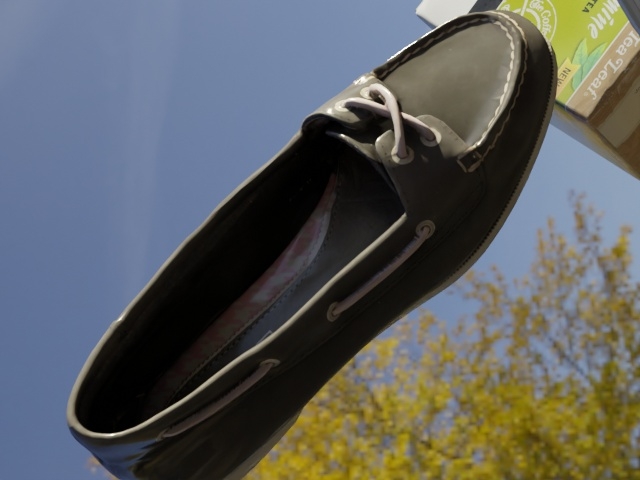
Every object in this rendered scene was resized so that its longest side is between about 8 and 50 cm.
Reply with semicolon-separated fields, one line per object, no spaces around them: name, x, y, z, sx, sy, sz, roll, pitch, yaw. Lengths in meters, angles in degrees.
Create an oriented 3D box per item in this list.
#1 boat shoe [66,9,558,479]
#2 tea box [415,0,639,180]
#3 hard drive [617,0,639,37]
boat shoe;0.000;0.000;0.645;0.335;0.112;0.095;-49;-34;0
tea box;0.360;-0.302;1.510;0.329;0.323;0.220;-54;-40;5
hard drive;0.263;-0.325;1.171;0.307;0.040;0.203;58;-156;-1
